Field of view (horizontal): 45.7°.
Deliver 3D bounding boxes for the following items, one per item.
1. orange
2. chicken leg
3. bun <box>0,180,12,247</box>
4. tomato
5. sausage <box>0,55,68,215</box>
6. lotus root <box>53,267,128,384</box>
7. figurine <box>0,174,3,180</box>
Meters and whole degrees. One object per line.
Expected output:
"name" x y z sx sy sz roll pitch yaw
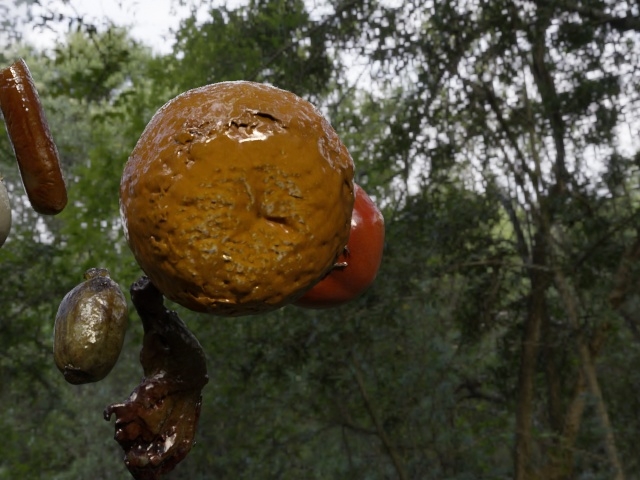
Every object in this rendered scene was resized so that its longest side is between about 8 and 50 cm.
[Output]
"orange" -0.121 -0.060 1.099 0.341 0.340 0.293 2 14 -20
"chicken leg" -0.256 0.217 1.182 0.083 0.322 0.177 8 -6 35
"bun" -0.469 -0.050 0.946 0.173 0.119 0.172 -1 -41 -1
"tomato" 0.000 0.000 1.420 0.256 0.255 0.224 -10 4 22
"sausage" -0.542 -0.191 1.422 0.076 0.302 0.103 -18 11 -21
"lotus root" -0.462 0.163 1.530 0.145 0.260 0.128 -18 -38 22
"figurine" -0.672 -0.067 1.451 0.114 0.195 0.108 -10 -10 34
